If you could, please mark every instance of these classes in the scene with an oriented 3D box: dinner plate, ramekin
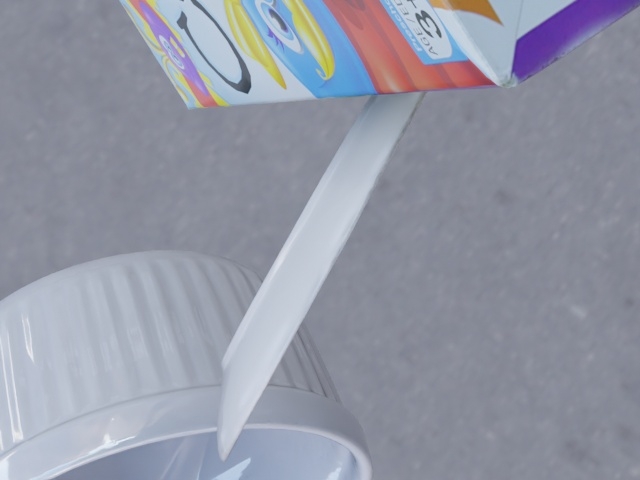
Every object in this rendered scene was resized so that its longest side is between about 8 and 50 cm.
[{"bbox_3d":[0.000,0.000,0.579,0.017,0.141,0.141,30,135,0],"label":"dinner plate"},{"bbox_3d":[-0.087,0.094,0.949,0.207,0.207,0.109,-53,45,45],"label":"ramekin"}]

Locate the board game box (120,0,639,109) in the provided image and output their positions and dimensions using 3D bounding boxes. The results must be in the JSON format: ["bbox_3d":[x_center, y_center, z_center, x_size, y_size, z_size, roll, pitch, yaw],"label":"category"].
[{"bbox_3d":[0.016,-0.128,0.492,0.144,0.142,0.275,58,169,-11],"label":"board game box"}]
